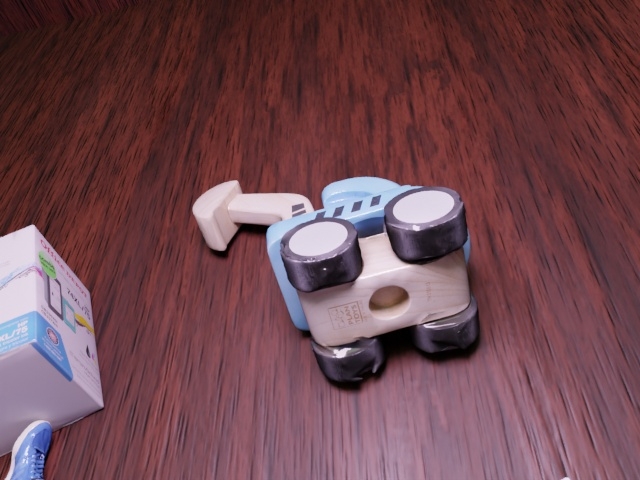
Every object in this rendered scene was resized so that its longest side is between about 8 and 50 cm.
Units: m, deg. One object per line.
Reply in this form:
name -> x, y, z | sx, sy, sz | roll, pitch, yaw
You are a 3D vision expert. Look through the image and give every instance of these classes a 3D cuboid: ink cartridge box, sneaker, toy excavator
ink cartridge box -> -0.494, 0.155, 0.943 | 0.197, 0.198, 0.270 | -25, 45, -6
sneaker -> -0.404, 0.334, 0.838 | 0.085, 0.058, 0.152 | -1, 51, 24
toy excavator -> 0.000, 0.000, 0.966 | 0.433, 0.222, 0.445 | -16, 31, 3

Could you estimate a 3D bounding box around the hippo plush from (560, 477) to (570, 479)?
hippo plush -> 0.371, 0.337, 0.480 | 0.237, 0.234, 0.294 | -18, 39, -10
